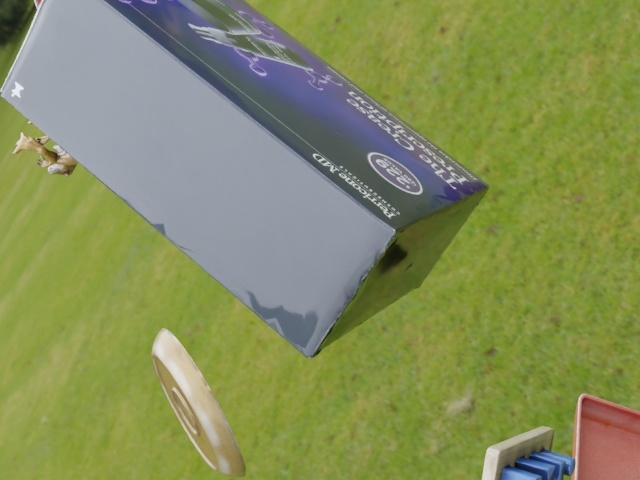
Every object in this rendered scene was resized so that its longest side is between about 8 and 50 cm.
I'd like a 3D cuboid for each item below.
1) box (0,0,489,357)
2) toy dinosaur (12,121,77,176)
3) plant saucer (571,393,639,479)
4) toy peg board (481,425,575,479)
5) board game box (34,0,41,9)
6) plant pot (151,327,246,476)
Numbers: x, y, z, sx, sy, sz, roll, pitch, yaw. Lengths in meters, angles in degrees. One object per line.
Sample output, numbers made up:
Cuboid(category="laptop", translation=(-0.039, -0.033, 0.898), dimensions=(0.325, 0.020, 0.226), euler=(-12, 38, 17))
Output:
Cuboid(category="box", translation=(-0.042, -0.064, 0.625), dimensions=(0.103, 0.261, 0.184), euler=(-58, -15, 26))
Cuboid(category="toy dinosaur", translation=(-0.290, -0.110, 1.125), dimensions=(0.211, 0.112, 0.064), euler=(8, 76, 60))
Cuboid(category="plant saucer", translation=(0.445, 0.373, 1.336), dimensions=(0.048, 0.258, 0.259), euler=(-40, 35, 57))
Cuboid(category="toy peg board", translation=(0.231, 0.294, 1.014), dimensions=(0.079, 0.161, 0.160), euler=(11, 95, 33))
Cuboid(category="board game box", translation=(-0.280, -0.402, 0.861), dimensions=(0.316, 0.064, 0.242), euler=(97, 154, -62))
Cuboid(category="plant pot", translation=(-0.178, 0.234, 1.343), dimensions=(0.032, 0.236, 0.236), euler=(-28, 16, -20))
